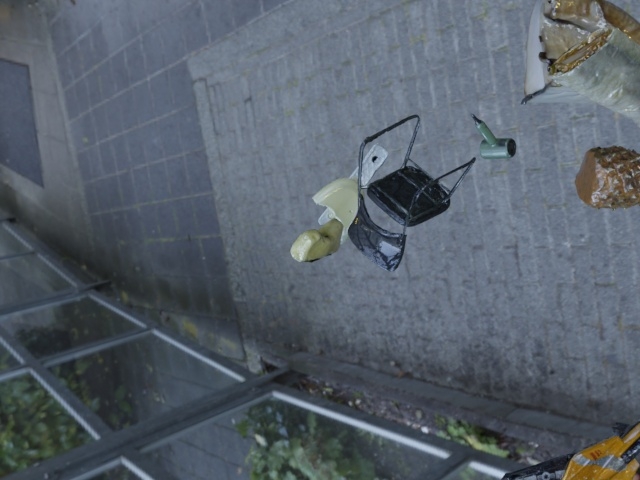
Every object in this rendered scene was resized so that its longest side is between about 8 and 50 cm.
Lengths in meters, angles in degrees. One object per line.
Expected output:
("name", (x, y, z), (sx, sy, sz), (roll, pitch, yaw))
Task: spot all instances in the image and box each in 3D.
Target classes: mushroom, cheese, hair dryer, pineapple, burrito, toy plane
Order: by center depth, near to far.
("cheese", (0.000, 0.000, 0.678), (0.030, 0.083, 0.044), (27, 109, 23))
("toy plane", (0.443, 0.370, 0.987), (0.204, 0.316, 0.103), (53, 159, -2))
("burrito", (0.631, -0.345, 1.285), (0.143, 0.299, 0.105), (-61, 23, 21))
("hair dryer", (0.368, -0.234, 1.345), (0.071, 0.150, 0.047), (4, 62, 46))
("cheese", (0.075, -0.117, 1.404), (0.235, 0.127, 0.050), (-51, 17, 5))
("pineapple", (0.754, -0.147, 1.428), (0.158, 0.278, 0.158), (0, -90, -86))
("mushroom", (0.816, -0.560, 1.796), (0.224, 0.396, 0.314), (88, -175, -85))

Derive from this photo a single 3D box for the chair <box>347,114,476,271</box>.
("chair", (0.144, -0.073, 1.054), (0.140, 0.145, 0.221), (44, 145, 28))
